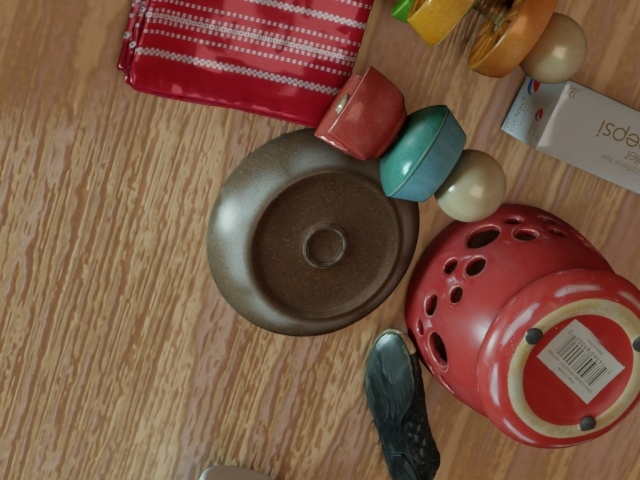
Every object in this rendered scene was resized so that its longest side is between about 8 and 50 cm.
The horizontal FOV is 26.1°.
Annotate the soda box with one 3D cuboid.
[{"bbox_3d":[0.278,-0.086,1.253,0.216,0.074,0.069,19,102,-24],"label":"soda box"}]

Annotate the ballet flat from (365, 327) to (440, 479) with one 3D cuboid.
[{"bbox_3d":[0.078,0.157,1.303,0.049,0.057,0.173,-38,127,-47],"label":"ballet flat"}]

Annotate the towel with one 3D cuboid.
[{"bbox_3d":[-0.037,-0.234,1.117,0.199,0.031,0.275,12,106,-23],"label":"towel"}]

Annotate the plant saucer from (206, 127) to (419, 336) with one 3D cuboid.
[{"bbox_3d":[0.000,0.000,1.216,0.198,0.036,0.198,-6,112,-15],"label":"plant saucer"}]

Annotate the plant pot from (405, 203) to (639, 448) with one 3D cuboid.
[{"bbox_3d":[0.190,0.083,1.235,0.191,0.174,0.191,-6,113,-14],"label":"plant pot"}]

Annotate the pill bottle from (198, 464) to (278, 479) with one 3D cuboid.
[{"bbox_3d":[-0.103,0.357,1.246,0.161,0.161,0.283,21,102,-24],"label":"pill bottle"}]

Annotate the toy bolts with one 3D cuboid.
[{"bbox_3d":[0.123,-0.126,1.097,0.158,0.218,0.228,33,94,-9],"label":"toy bolts"}]
